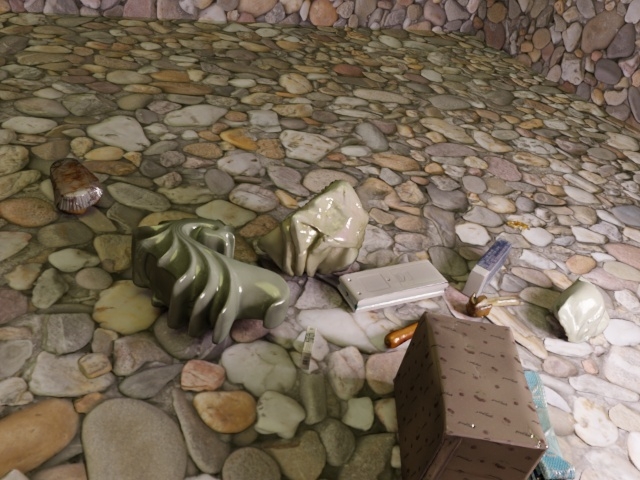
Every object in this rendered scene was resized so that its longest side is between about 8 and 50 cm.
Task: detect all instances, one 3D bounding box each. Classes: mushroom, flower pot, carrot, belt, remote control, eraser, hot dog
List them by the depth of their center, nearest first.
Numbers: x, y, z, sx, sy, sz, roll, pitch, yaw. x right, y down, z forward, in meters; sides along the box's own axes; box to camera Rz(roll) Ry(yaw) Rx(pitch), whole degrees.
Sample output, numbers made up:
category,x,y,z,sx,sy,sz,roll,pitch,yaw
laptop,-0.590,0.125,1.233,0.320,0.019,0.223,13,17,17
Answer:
category,x,y,z,sx,sy,sz,roll,pitch,yaw
belt,0.435,0.385,1.201,0.072,0.087,0.302,12,35,-6
flower pot,-0.262,0.083,1.360,0.254,0.164,0.367,-13,40,-39
carrot,0.222,0.216,1.429,0.190,0.037,0.037,-17,44,-40
remote control,0.188,0.118,1.537,0.277,0.055,0.103,-9,40,-25
mushroom,0.460,0.163,1.555,0.187,0.061,0.060,-6,33,-30
eraser,0.465,0.076,1.647,0.046,0.092,0.212,29,40,22
hot dog,-0.691,-0.157,1.658,0.131,0.069,0.252,-19,42,-24

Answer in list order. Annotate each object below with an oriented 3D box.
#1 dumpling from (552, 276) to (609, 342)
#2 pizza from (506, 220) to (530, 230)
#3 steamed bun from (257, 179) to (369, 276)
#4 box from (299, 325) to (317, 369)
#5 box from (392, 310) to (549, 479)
category,x,y,z,sx,sy,sz,roll,pitch,yaw
dumpling,0.683,0.189,1.547,0.229,0.124,0.151,-30,88,-37
pizza,0.649,-0.049,1.942,0.083,0.016,0.037,13,41,-1
steamed bun,0.000,0.000,1.518,0.280,0.268,0.207,-38,92,-32
box,-0.028,0.235,1.306,0.024,0.054,0.083,10,35,2
box,0.266,0.321,1.124,0.190,0.225,0.297,10,35,-6
